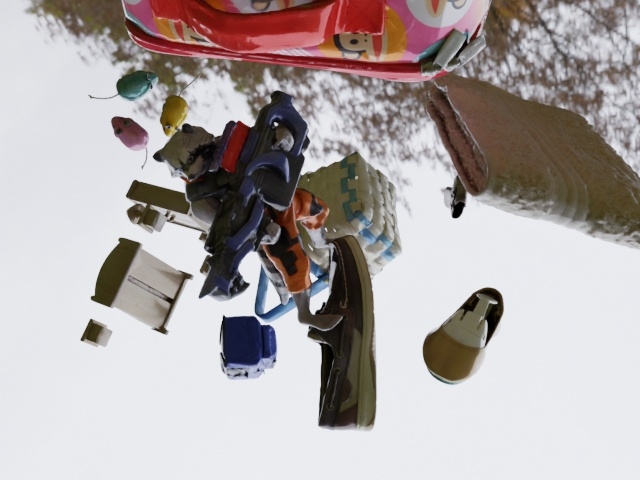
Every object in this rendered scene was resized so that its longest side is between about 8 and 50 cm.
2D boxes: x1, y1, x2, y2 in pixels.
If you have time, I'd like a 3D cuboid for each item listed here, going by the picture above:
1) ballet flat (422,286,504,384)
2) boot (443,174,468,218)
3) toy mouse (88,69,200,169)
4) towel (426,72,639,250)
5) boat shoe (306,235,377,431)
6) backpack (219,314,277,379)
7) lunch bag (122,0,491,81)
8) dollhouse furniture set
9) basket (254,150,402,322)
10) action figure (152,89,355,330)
[{"bbox_3d":[0.190,0.112,1.034,0.080,0.073,0.232,26,-159,14],"label":"ballet flat"},{"bbox_3d":[0.287,-0.081,1.697,0.042,0.118,0.087,7,-128,0],"label":"boot"},{"bbox_3d":[-0.262,-0.186,1.147,0.031,0.143,0.161,37,-72,62],"label":"toy mouse"},{"bbox_3d":[0.205,-0.086,0.750,0.187,0.049,0.282,15,-153,-11],"label":"towel"},{"bbox_3d":[0.027,0.135,1.153,0.092,0.285,0.103,-3,176,-12],"label":"boat shoe"},{"bbox_3d":[-0.125,0.192,1.365,0.101,0.120,0.098,5,-116,-6],"label":"backpack"},{"bbox_3d":[-0.009,-0.224,0.617,0.293,0.120,0.258,10,-132,14],"label":"lunch bag"},{"bbox_3d":[-0.367,0.073,1.673,0.174,0.303,0.355,16,-106,30],"label":"dollhouse furniture set"},{"bbox_3d":[0.000,0.000,1.436,0.289,0.201,0.254,-26,-141,25],"label":"basket"},{"bbox_3d":[-0.098,-0.013,1.063,0.178,0.330,0.341,-18,-146,39],"label":"action figure"}]
